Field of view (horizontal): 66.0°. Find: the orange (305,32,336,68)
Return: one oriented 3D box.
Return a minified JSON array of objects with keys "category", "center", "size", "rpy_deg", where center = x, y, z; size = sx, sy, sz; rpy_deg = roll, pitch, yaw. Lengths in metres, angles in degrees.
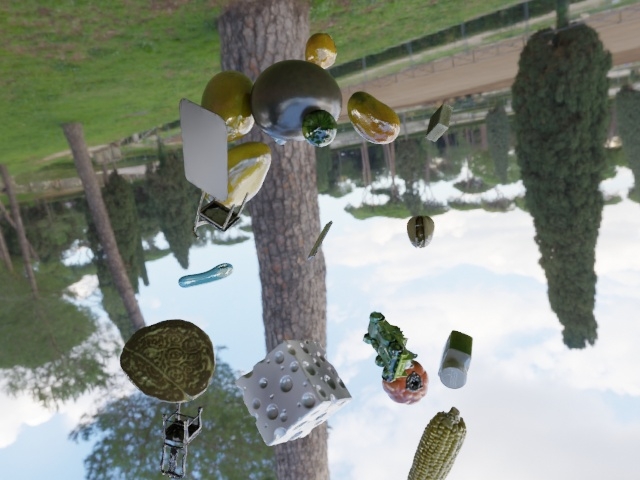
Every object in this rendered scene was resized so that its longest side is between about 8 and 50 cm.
[{"category":"orange","center":[0.001,-0.809,2.115],"size":[0.134,0.155,0.154],"rpy_deg":[11,-173,-12]}]

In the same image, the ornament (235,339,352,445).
[{"category":"ornament","center":[-0.086,0.497,1.639],"size":[0.240,0.240,0.239],"rpy_deg":[-42,152,13]}]

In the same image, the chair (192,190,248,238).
[{"category":"chair","center":[-0.466,-0.122,2.253],"size":[0.166,0.272,0.188],"rpy_deg":[31,-149,1]}]

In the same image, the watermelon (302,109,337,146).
[{"category":"watermelon","center":[0.000,-0.321,1.410],"size":[0.105,0.106,0.062],"rpy_deg":[-10,-166,-6]}]

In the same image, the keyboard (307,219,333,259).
[{"category":"keyboard","center":[0.000,0.000,1.802],"size":[0.166,0.017,0.055],"rpy_deg":[-61,-166,-27]}]

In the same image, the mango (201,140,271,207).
[{"category":"mango","center":[-0.397,-0.316,2.394],"size":[0.445,0.221,0.301],"rpy_deg":[-33,154,32]}]

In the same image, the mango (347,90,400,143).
[{"category":"mango","center":[0.217,-0.510,2.082],"size":[0.175,0.254,0.139],"rpy_deg":[-51,-176,44]}]

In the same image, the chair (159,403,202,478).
[{"category":"chair","center":[-0.504,0.718,1.776],"size":[0.106,0.229,0.113],"rpy_deg":[9,-169,16]}]

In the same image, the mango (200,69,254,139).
[{"category":"mango","center":[-0.318,-0.465,1.728],"size":[0.182,0.253,0.365],"rpy_deg":[8,-164,-21]}]

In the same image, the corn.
[{"category":"corn","center":[0.378,0.705,1.620],"size":[0.130,0.347,0.130],"rpy_deg":[21,-171,-3]}]

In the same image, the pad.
[{"category":"pad","center":[-0.319,-0.243,1.354],"size":[0.181,0.267,0.004],"rpy_deg":[30,-135,23]}]

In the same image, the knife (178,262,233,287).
[{"category":"knife","center":[-0.439,0.135,1.900],"size":[0.221,0.064,0.031],"rpy_deg":[-15,-163,-29]}]

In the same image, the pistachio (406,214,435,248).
[{"category":"pistachio","center":[0.370,-0.034,1.831],"size":[0.113,0.113,0.149],"rpy_deg":[-4,-131,24]}]

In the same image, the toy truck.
[{"category":"toy truck","center":[0.249,0.365,1.728],"size":[0.135,0.128,0.259],"rpy_deg":[1,-153,-22]}]

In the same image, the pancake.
[{"category":"pancake","center":[-0.400,0.317,1.328],"size":[0.250,0.031,0.250],"rpy_deg":[13,-135,-14]}]

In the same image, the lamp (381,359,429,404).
[{"category":"lamp","center":[0.337,0.564,1.985],"size":[0.187,0.188,0.164],"rpy_deg":[-13,177,-20]}]

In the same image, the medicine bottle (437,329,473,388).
[{"category":"medicine bottle","center":[0.456,0.410,1.670],"size":[0.088,0.132,0.188],"rpy_deg":[21,-153,10]}]

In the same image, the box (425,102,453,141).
[{"category":"box","center":[0.340,-0.338,1.417],"size":[0.035,0.079,0.083],"rpy_deg":[22,154,-10]}]

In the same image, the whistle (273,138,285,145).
[{"category":"whistle","center":[-0.092,-0.498,1.958],"size":[0.062,0.062,0.304],"rpy_deg":[-21,162,-48]}]

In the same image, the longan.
[{"category":"longan","center":[-0.075,-0.445,1.547],"size":[0.300,0.243,0.300],"rpy_deg":[1,-126,-2]}]
